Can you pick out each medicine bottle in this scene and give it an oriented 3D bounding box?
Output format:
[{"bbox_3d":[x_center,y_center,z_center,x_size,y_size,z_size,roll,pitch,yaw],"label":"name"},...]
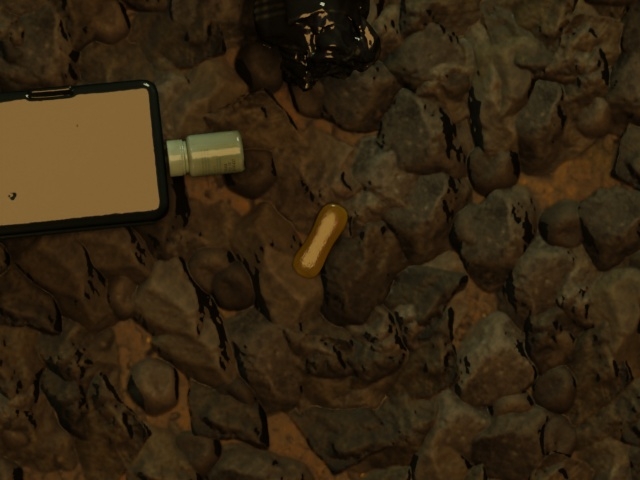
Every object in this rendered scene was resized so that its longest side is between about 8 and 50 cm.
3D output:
[{"bbox_3d":[-0.126,-0.094,1.958,0.083,0.047,0.047,-7,91,-5],"label":"medicine bottle"}]

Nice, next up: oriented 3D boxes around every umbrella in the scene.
[{"bbox_3d":[-0.035,-0.327,1.939,0.128,0.154,0.336,-9,70,-43],"label":"umbrella"}]

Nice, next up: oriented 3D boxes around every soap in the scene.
[{"bbox_3d":[0.000,0.000,1.989,0.034,0.012,0.089,29,87,-5],"label":"soap"}]

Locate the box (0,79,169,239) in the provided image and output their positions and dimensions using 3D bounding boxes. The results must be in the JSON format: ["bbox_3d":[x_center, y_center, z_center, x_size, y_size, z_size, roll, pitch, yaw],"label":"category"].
[{"bbox_3d":[-0.284,-0.087,1.939,0.230,0.050,0.160,-6,91,-6],"label":"box"}]
